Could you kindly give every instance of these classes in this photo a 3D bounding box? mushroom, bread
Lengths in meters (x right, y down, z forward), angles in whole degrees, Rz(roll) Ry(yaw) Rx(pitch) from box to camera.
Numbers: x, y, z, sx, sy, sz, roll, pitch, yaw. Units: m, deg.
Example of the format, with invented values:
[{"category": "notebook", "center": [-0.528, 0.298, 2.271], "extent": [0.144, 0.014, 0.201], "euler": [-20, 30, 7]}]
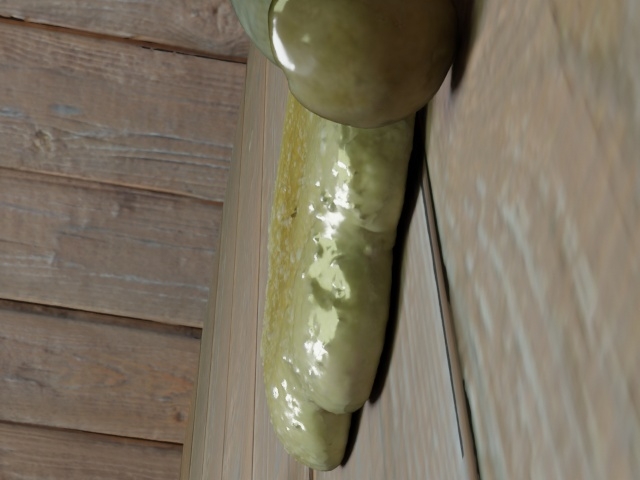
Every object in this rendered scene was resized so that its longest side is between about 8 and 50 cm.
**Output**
[{"category": "mushroom", "center": [0.004, -0.145, 0.619], "extent": [0.118, 0.103, 0.270], "euler": [121, 151, -54]}, {"category": "bread", "center": [0.000, 0.000, 0.705], "extent": [0.251, 0.039, 0.182], "euler": [-105, 25, -75]}]
